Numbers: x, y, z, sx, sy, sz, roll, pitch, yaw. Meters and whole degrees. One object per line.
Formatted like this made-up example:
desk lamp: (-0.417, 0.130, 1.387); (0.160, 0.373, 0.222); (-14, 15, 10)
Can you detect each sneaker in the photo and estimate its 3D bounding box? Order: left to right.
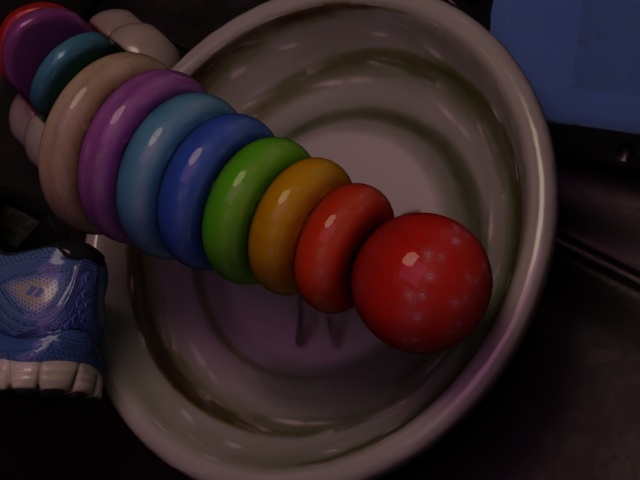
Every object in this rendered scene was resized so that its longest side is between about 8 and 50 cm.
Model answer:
sneaker: (-0.267, 0.031, 0.918); (0.330, 0.130, 0.147); (11, 84, 45)

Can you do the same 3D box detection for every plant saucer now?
plant saucer: (0.000, 0.000, 0.862); (0.400, 0.100, 0.400); (-10, 69, 27)

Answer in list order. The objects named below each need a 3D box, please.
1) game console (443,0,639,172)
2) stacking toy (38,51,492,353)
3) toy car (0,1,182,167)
game console: (0.237, -0.215, 0.779); (0.386, 0.060, 0.342); (13, 116, 27)
stacking toy: (-0.034, -0.021, 0.758); (0.330, 0.141, 0.141); (23, 79, 29)
toy car: (-0.223, -0.150, 0.990); (0.159, 0.136, 0.182); (-46, 32, -2)
